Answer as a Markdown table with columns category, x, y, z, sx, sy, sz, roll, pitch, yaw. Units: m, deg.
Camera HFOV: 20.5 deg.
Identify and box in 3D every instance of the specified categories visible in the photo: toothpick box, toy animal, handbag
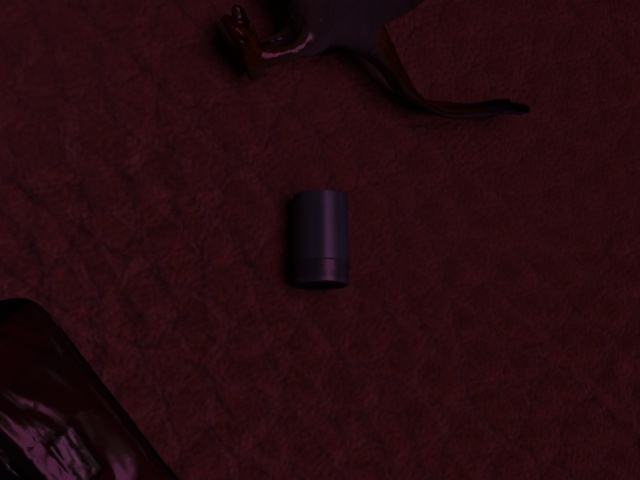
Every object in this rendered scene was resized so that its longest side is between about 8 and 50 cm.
| category | x | y | z | sx | sy | sz | roll | pitch | yaw |
| --- | --- | --- | --- | --- | --- | --- | --- | --- | --- |
| toothpick box | 0.000 | 0.000 | 1.595 | 0.052 | 0.052 | 0.083 | 8 | 76 | -35 |
| toy animal | 0.041 | -0.202 | 1.646 | 0.302 | 0.225 | 0.284 | -24 | 118 | -24 |
| handbag | -0.229 | 0.186 | 1.319 | 0.181 | 0.181 | 0.254 | -44 | 105 | -35 |
